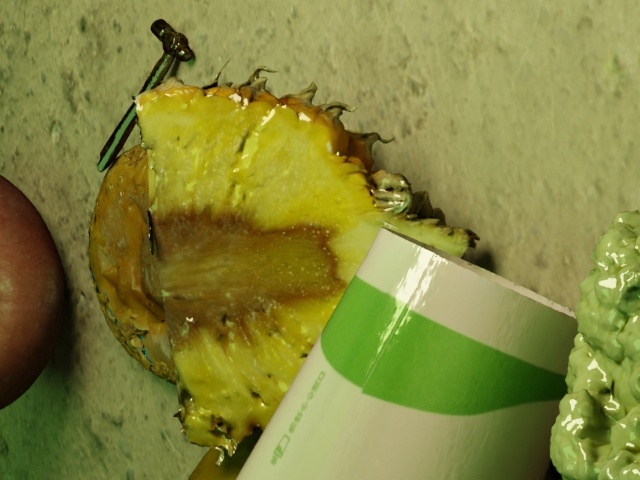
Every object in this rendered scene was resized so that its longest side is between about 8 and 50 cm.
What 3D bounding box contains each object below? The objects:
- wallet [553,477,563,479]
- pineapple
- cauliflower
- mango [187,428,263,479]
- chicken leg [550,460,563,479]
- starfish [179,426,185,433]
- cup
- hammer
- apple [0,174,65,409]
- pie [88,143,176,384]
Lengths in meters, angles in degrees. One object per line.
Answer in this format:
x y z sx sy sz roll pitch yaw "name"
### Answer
0.179 0.265 1.517 0.110 0.039 0.155 59 138 9 "wallet"
0.004 0.000 1.646 0.209 0.286 0.344 -64 -33 -75 "pineapple"
0.278 0.121 1.191 0.327 0.260 0.281 61 144 7 "cauliflower"
-0.048 0.276 1.732 0.195 0.142 0.331 54 139 5 "mango"
0.194 0.167 1.506 0.036 0.021 0.083 4 103 60 "chicken leg"
-0.057 0.193 1.812 0.213 0.057 0.238 20 117 36 "starfish"
0.078 0.147 1.441 0.253 0.253 0.274 29 96 46 "cup"
-0.189 -0.145 1.916 0.065 0.021 0.178 52 121 35 "hammer"
-0.431 0.059 2.101 0.235 0.305 0.306 107 149 -82 "apple"
-0.167 0.028 1.917 0.273 0.069 0.273 19 113 56 "pie"
